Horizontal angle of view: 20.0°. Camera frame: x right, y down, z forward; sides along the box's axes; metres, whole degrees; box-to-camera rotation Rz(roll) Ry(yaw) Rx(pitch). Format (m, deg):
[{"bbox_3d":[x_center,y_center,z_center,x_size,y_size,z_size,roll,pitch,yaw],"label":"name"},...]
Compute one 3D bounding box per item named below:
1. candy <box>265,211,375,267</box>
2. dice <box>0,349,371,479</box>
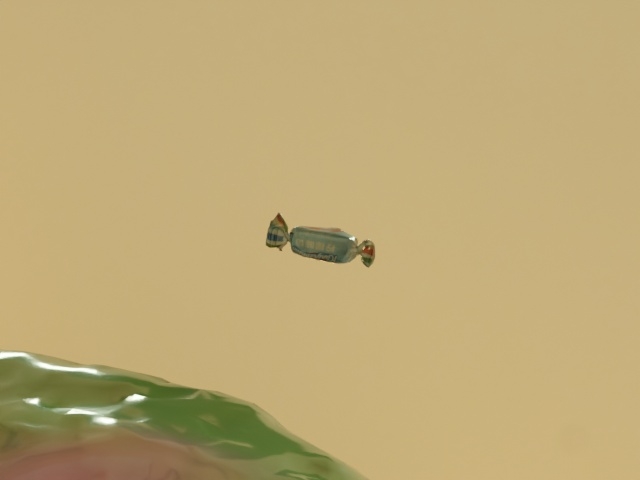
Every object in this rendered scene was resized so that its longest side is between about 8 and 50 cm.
[{"bbox_3d":[0.000,0.000,1.302,0.083,0.020,0.030,9,-87,17],"label":"candy"},{"bbox_3d":[-0.125,0.223,0.383,0.330,0.318,0.322,7,-64,22],"label":"dice"}]
